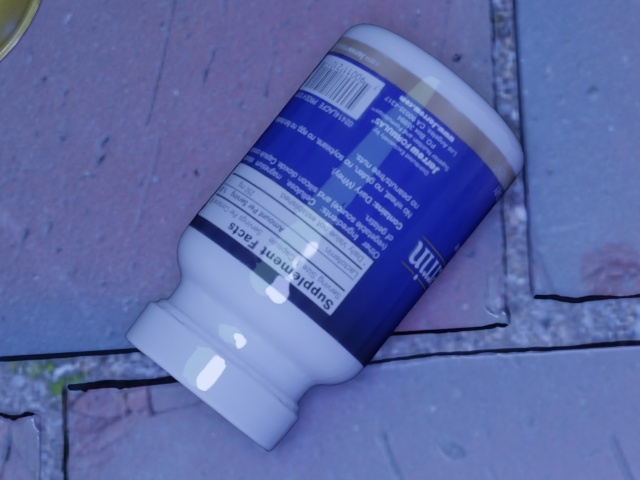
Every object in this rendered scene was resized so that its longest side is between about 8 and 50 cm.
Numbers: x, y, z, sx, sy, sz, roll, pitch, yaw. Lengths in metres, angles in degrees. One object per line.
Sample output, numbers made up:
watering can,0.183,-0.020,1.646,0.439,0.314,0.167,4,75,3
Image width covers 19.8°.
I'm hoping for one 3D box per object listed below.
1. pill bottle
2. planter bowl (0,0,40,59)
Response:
pill bottle,0.000,0.000,1.220,0.153,0.153,0.264,38,85,17
planter bowl,-0.319,-0.219,1.369,0.217,0.090,0.217,-3,76,10
